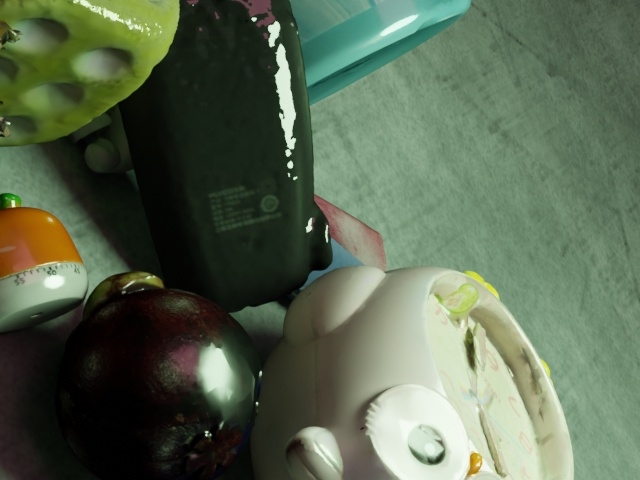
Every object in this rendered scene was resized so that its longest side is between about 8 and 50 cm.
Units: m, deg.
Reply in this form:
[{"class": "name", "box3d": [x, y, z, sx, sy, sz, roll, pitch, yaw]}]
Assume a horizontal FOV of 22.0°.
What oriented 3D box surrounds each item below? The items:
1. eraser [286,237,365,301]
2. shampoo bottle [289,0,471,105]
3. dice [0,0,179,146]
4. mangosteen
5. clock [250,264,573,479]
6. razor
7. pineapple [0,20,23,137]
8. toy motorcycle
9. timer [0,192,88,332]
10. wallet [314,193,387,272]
[{"class": "eraser", "box3d": [0.026, 0.060, 1.860, 0.225, 0.036, 0.082, 39, 58, -37]}, {"class": "shampoo bottle", "box3d": [-0.049, -0.330, 1.817, 0.342, 0.331, 0.331, 63, 31, -1]}, {"class": "dice", "box3d": [-0.285, -0.239, 1.489, 0.227, 0.238, 0.233, 19, 50, -49]}, {"class": "mangosteen", "box3d": [-0.154, 0.117, 1.472, 0.194, 0.194, 0.230, 22, 22, -46]}, {"class": "clock", "box3d": [0.072, 0.217, 1.635, 0.368, 0.250, 0.376, 55, 26, -11]}, {"class": "razor", "box3d": [-0.096, -0.096, 1.628, 0.107, 0.189, 0.327, -144, -139, -67]}, {"class": "pineapple", "box3d": [-0.416, -0.139, 1.164, 0.352, 0.300, 0.352, 34, 40, -35]}, {"class": "toy motorcycle", "box3d": [-0.201, -0.125, 1.679, 0.225, 0.073, 0.152, 31, 47, -40]}, {"class": "timer", "box3d": [-0.270, 0.012, 1.446, 0.136, 0.099, 0.136, 51, 27, -38]}, {"class": "wallet", "box3d": [0.000, 0.000, 1.914, 0.232, 0.025, 0.119, 29, 44, -43]}]
